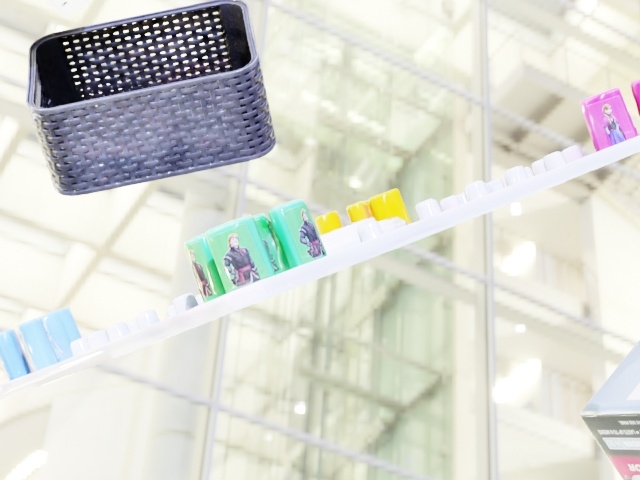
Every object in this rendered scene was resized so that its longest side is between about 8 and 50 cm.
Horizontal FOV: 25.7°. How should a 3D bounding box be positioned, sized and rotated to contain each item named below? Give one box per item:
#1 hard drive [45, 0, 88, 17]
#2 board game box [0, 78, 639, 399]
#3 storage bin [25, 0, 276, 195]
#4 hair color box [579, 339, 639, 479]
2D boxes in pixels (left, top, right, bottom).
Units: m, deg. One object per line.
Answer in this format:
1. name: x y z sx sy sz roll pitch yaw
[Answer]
1. hard drive: -0.375 -0.407 1.626 0.040 0.203 0.307 -33 -85 -1
2. board game box: 0.000 0.000 0.994 0.390 0.050 0.390 -20 -2 -35
3. storage bin: -0.134 -0.115 1.112 0.180 0.122 0.084 -11 -53 -2
4. hair color box: 0.404 0.252 1.189 0.374 0.113 0.185 54 -29 -15
